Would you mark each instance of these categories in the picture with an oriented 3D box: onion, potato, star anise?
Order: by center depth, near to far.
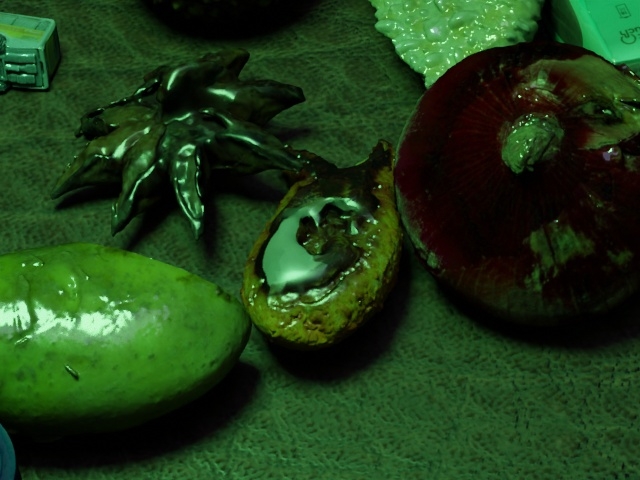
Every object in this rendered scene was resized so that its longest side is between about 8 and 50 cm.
[{"bbox_3d":[-0.208,0.086,1.581,0.298,0.141,0.176,0,63,-6],"label":"potato"},{"bbox_3d":[0.199,-0.067,1.618,0.272,0.195,0.272,0,72,1],"label":"onion"},{"bbox_3d":[-0.138,-0.112,1.739,0.272,0.102,0.272,-11,41,10],"label":"star anise"}]

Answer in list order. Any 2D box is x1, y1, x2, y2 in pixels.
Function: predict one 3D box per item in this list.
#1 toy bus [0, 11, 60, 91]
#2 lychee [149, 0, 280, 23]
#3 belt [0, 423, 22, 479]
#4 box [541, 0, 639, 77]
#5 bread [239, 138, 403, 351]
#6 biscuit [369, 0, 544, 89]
[{"bbox_3d":[-0.364,-0.203,1.872,0.190,0.064,0.075,10,46,12],"label":"toy bus"},{"bbox_3d":[-0.120,-0.343,1.859,0.236,0.271,0.236,-11,64,24],"label":"lychee"},{"bbox_3d":[-0.411,0.238,1.477,0.347,0.117,0.212,-16,53,-10],"label":"belt"},{"bbox_3d":[0.332,-0.256,1.840,0.205,0.118,0.311,-13,51,-5],"label":"box"},{"bbox_3d":[0.008,0.002,1.671,0.139,0.095,0.269,2,36,9],"label":"bread"},{"bbox_3d":[0.139,-0.247,1.847,0.179,0.084,0.281,-24,48,4],"label":"biscuit"}]
